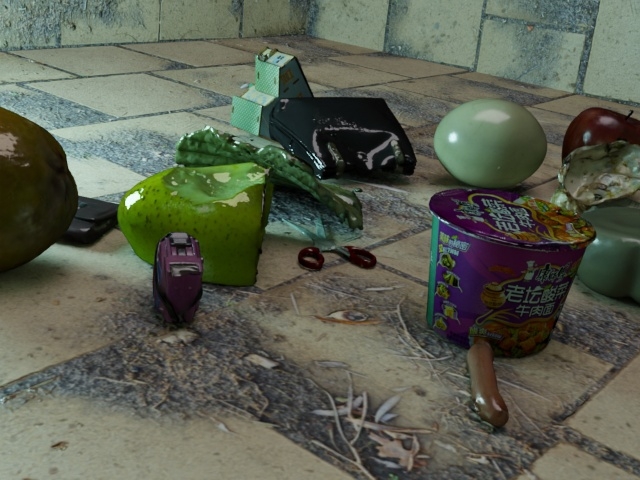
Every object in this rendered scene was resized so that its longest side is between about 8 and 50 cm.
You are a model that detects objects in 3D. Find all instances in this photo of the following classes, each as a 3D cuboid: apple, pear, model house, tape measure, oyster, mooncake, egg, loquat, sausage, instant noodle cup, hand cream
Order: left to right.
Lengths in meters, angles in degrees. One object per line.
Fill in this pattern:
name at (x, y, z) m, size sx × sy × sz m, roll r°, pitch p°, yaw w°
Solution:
loquat at (-0.522, -0.089, 1.249) m, size 0.284 × 0.276 × 0.276 m, roll -2°, pitch 21°, yaw 6°
tape measure at (-0.206, 0.056, 1.187) m, size 0.074 × 0.118 × 0.125 m, roll 2°, pitch 39°, yaw -15°
pear at (-0.213, -0.050, 1.404) m, size 0.293 × 0.159 × 0.292 m, roll 3°, pitch 22°, yaw -1°
model house at (-0.139, -0.358, 2.183) m, size 0.178 × 0.271 × 0.206 m, roll 27°, pitch 65°, yaw 39°
sausage at (0.218, 0.186, 1.082) m, size 0.043 × 0.043 × 0.186 m, roll 7°, pitch 21°, yaw 2°
egg at (0.408, -0.234, 1.963) m, size 0.269 × 0.219 × 0.219 m, roll 8°, pitch 21°, yaw -9°
instant noodle cup at (0.272, 0.049, 1.241) m, size 0.251 × 0.190 × 0.251 m, roll 6°, pitch 21°, yaw -2°
oyster at (0.653, -0.137, 1.864) m, size 0.294 × 0.094 × 0.166 m, roll -9°, pitch 60°, yaw -6°
apple at (0.710, -0.219, 2.009) m, size 0.234 × 0.234 × 0.234 m, roll 6°, pitch 21°, yaw -2°
hand cream at (0.730, -0.066, 1.873) m, size 0.234 × 0.050 × 0.080 m, roll 21°, pitch 25°, yaw 23°
mooncake at (0.578, 0.026, 1.470) m, size 0.275 × 0.135 × 0.275 m, roll 4°, pitch 18°, yaw -1°

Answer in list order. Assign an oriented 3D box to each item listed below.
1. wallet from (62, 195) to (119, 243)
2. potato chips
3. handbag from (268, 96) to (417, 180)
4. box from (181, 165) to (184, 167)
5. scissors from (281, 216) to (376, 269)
wallet at (-0.486, -0.053, 1.479) m, size 0.229 × 0.049 × 0.182 m, roll 12°, pitch 19°, yaw 9°
potato chips at (-0.084, -0.119, 1.635) m, size 0.389 × 0.097 × 0.373 m, roll 18°, pitch -1°, yaw 32°
handbag at (0.068, -0.235, 1.986) m, size 0.342 × 0.152 × 0.288 m, roll -5°, pitch 35°, yaw -19°
box at (-0.282, -0.154, 1.784) m, size 0.024 × 0.053 × 0.083 m, roll 10°, pitch 20°, yaw 10°
scissors at (0.000, 0.000, 1.528) m, size 0.144 × 0.017 × 0.247 m, roll -1°, pitch 21°, yaw -20°
